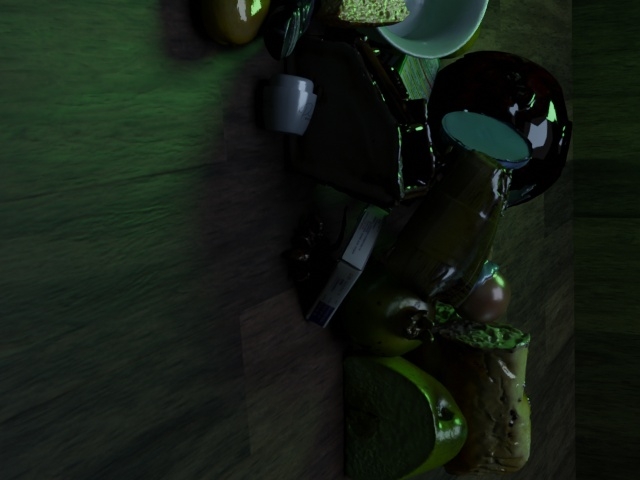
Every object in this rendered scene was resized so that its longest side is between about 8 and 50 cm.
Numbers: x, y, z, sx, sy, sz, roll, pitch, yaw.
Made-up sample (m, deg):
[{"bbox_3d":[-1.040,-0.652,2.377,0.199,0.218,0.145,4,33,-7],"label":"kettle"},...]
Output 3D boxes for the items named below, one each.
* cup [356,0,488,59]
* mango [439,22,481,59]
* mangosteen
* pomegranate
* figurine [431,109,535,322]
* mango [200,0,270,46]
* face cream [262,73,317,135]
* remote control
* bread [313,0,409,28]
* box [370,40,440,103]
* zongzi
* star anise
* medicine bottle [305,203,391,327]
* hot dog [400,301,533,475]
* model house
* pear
[{"bbox_3d":[0.157,-0.526,1.614,0.347,0.163,0.347,-5,98,-33],"label":"cup"},{"bbox_3d":[0.276,-0.515,1.904,0.262,0.167,0.130,27,55,-55],"label":"mango"},{"bbox_3d":[0.410,-0.240,1.938,0.421,0.381,0.381,41,57,-54],"label":"mangosteen"},{"bbox_3d":[0.139,0.131,1.623,0.246,0.198,0.198,118,-21,-80],"label":"pomegranate"},{"bbox_3d":[0.302,-0.051,1.687,0.276,0.248,0.388,-93,-163,-56],"label":"figurine"},{"bbox_3d":[-0.129,-0.388,1.251,0.130,0.092,0.194,12,73,-60],"label":"mango"},{"bbox_3d":[-0.055,-0.228,1.388,0.091,0.091,0.095,3,98,-61],"label":"face cream"},{"bbox_3d":[-0.056,-0.359,1.332,0.266,0.066,0.090,-71,172,-61],"label":"remote control"},{"bbox_3d":[0.075,-0.420,1.428,0.187,0.065,0.103,-7,101,-36],"label":"bread"},{"bbox_3d":[0.170,-0.351,1.772,0.180,0.103,0.250,59,42,-45],"label":"box"},{"bbox_3d":[0.272,-0.007,1.524,0.274,0.145,0.300,-55,148,6],"label":"zongzi"},{"bbox_3d":[0.000,0.000,1.521,0.097,0.070,0.190,58,45,-39],"label":"star anise"},{"bbox_3d":[0.049,0.043,1.524,0.171,0.052,0.201,-60,179,-42],"label":"medicine bottle"},{"bbox_3d":[0.307,0.334,1.812,0.196,0.367,0.365,-17,112,-36],"label":"hot dog"},{"bbox_3d":[0.113,-0.222,1.499,0.282,0.317,0.297,-3,109,-54],"label":"model house"},{"bbox_3d":[0.179,0.359,1.694,0.159,0.292,0.292,-7,98,-51],"label":"pear"}]
